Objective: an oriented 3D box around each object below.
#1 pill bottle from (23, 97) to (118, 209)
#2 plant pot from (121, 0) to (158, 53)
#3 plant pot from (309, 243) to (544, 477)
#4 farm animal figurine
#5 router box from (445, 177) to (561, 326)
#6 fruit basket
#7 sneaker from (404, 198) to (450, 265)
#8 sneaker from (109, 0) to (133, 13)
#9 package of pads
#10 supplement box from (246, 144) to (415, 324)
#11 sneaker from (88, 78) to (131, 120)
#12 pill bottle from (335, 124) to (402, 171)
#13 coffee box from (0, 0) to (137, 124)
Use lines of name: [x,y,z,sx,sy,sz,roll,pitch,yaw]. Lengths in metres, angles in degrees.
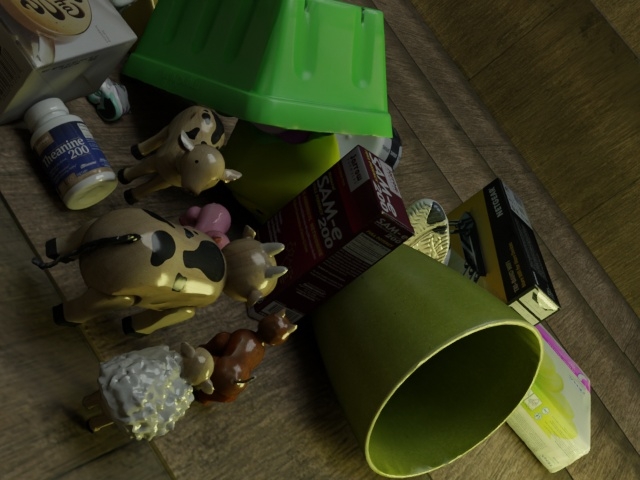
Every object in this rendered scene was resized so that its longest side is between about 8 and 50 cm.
pill bottle: [-0.288,-0.101,1.057,0.120,0.067,0.067,57,24,11]
plant pot: [-0.253,-0.314,1.414,0.081,0.081,0.083,8,60,-58]
plant pot: [0.104,0.119,1.268,0.275,0.274,0.293,25,20,-47]
farm animal figurine: [-0.135,0.010,0.961,0.327,0.172,0.330,-11,79,-62]
router box: [0.266,0.064,1.621,0.081,0.243,0.308,39,26,-28]
fruit basket: [-0.086,-0.170,1.303,0.283,0.392,0.392,1,53,-40]
sneaker: [0.168,0.006,1.532,0.153,0.094,0.235,-78,164,-54]
sneaker: [-0.342,-0.344,1.272,0.094,0.091,0.258,51,25,-3]
package of pads: [0.413,0.278,1.766,0.229,0.101,0.296,49,24,-4]
supplement box: [0.000,0.000,1.224,0.073,0.239,0.130,30,31,-40]
sneaker: [-0.290,-0.207,1.248,0.098,0.038,0.069,61,21,-4]
pill bottle: [0.080,-0.178,1.736,0.130,0.130,0.246,57,12,11]
coffee box: [-0.379,-0.299,1.067,0.297,0.119,0.168,53,39,2]
